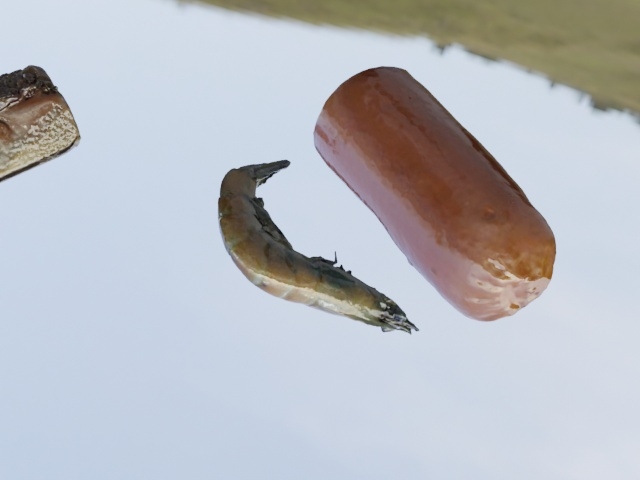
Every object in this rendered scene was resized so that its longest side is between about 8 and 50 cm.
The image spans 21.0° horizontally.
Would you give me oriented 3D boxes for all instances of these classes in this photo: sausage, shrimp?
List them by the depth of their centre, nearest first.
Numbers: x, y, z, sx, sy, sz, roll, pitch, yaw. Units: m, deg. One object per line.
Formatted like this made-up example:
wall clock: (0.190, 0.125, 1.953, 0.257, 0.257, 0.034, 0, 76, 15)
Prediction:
sausage: (0.099, -0.039, 1.460, 0.114, 0.113, 0.259, -2, -140, -42)
shrimp: (0.000, 0.000, 1.835, 0.262, 0.051, 0.198, 24, -138, -28)

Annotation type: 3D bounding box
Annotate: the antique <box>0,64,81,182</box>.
antique: (-0.413, -0.091, 1.838, 0.310, 0.093, 0.087, -25, -151, -16)
